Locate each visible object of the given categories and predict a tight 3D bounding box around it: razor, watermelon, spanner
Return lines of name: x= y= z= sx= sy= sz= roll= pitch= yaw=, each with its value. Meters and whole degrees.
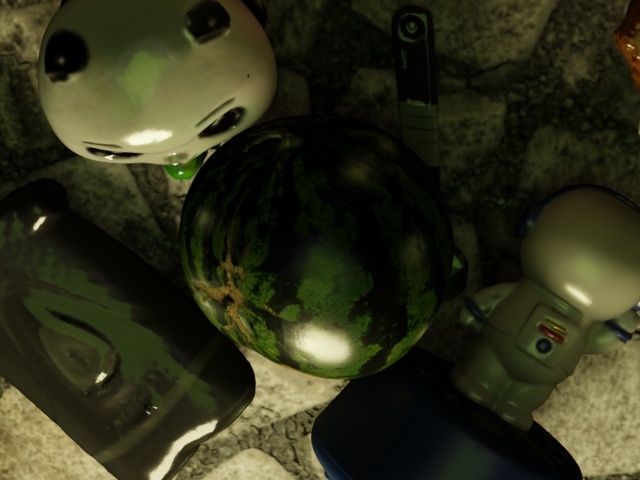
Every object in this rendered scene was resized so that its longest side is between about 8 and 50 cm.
razor: x=-0.237 y=0.100 z=1.608 sx=0.204 sy=0.113 sz=0.349 roll=-41 pitch=104 yaw=19
watermelon: x=0.001 y=0.005 z=1.464 sx=0.269 sy=0.269 sz=0.269 roll=2 pitch=115 yaw=4
spanner: x=0.096 y=-0.081 z=1.549 sx=0.087 sy=0.024 sz=0.316 roll=-1 pitch=115 yaw=11

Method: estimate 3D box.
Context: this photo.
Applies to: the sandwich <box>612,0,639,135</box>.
sandwich: x=0.376 y=-0.214 z=1.387 sx=0.250 sy=0.162 sz=0.301 roll=24 pitch=112 yaw=-2

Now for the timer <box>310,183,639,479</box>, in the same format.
timer: x=0.198 y=0.119 z=1.536 sx=0.270 sy=0.270 sz=0.383 roll=32 pitch=98 yaw=-10

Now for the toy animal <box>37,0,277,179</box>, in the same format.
toy animal: x=-0.144 y=-0.160 z=1.401 sx=0.212 sy=0.267 sz=0.213 roll=0 pitch=118 yaw=0
